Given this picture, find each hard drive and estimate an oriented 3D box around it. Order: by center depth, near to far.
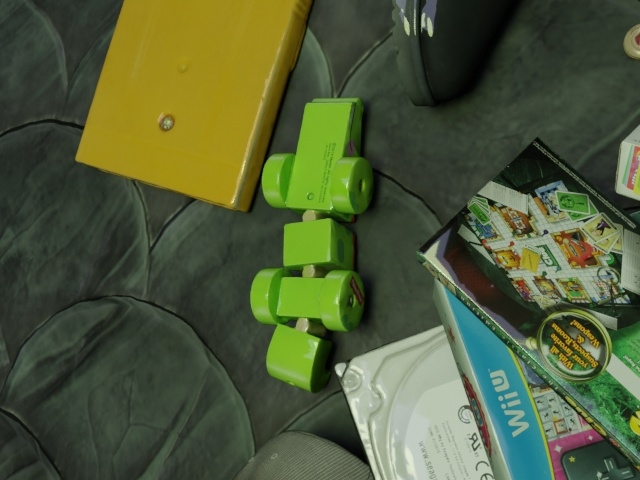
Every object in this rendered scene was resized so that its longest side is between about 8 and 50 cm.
[{"bbox_3d":[0.209,0.164,0.667,0.339,0.064,0.237,-20,73,0],"label":"hard drive"}]

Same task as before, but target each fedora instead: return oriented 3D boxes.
[{"bbox_3d":[-0.020,0.283,0.772,0.243,0.124,0.275,35,143,-9],"label":"fedora"}]

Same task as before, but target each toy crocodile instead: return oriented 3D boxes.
[{"bbox_3d":[0.000,0.000,0.851,0.115,0.105,0.340,0,78,27],"label":"toy crocodile"}]

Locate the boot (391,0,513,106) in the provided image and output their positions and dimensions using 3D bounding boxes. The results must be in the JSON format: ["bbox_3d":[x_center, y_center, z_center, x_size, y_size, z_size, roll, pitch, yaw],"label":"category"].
[{"bbox_3d":[0.309,-0.306,0.716,0.445,0.146,0.367,6,86,23],"label":"boot"}]

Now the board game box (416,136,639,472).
[{"bbox_3d":[0.210,0.054,0.551,0.136,0.030,0.260,-41,73,-9],"label":"board game box"}]

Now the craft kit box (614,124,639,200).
[{"bbox_3d":[0.396,-0.078,0.558,0.250,0.061,0.246,25,53,37],"label":"craft kit box"}]

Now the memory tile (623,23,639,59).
[{"bbox_3d":[0.384,-0.213,0.727,0.148,0.012,0.113,-45,66,14],"label":"memory tile"}]

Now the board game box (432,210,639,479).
[{"bbox_3d":[0.269,0.095,0.597,0.303,0.097,0.224,-18,72,1],"label":"board game box"}]

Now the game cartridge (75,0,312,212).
[{"bbox_3d":[-0.167,-0.223,0.993,0.285,0.052,0.324,17,88,28],"label":"game cartridge"}]
